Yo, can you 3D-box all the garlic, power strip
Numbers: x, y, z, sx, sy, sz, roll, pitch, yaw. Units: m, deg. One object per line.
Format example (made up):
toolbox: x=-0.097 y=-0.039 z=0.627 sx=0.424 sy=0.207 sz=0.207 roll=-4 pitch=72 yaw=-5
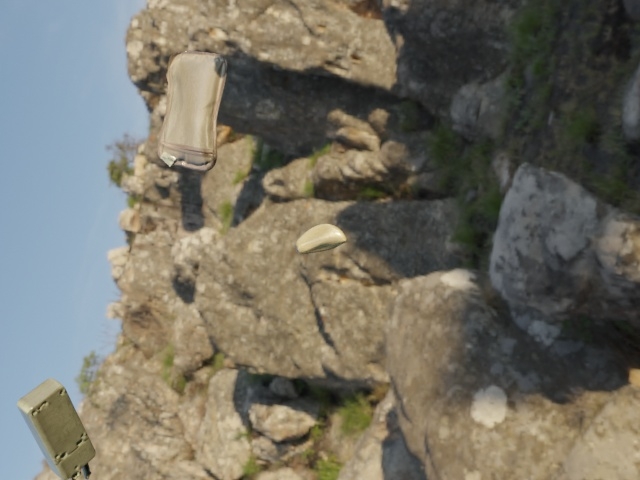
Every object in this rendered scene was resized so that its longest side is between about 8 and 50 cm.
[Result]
garlic: x=0.000 y=0.000 z=1.160 sx=0.053 sy=0.083 sz=0.041 roll=-96 pitch=-13 yaw=-65
power strip: x=-0.554 y=0.424 z=1.558 sx=0.093 sy=0.053 sz=0.288 roll=-40 pitch=-43 yaw=-36

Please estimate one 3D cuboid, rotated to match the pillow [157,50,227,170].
pillow: x=-0.253 y=-0.255 z=1.429 sx=0.038 sy=0.130 sz=0.233 roll=-21 pitch=-60 yaw=-73
